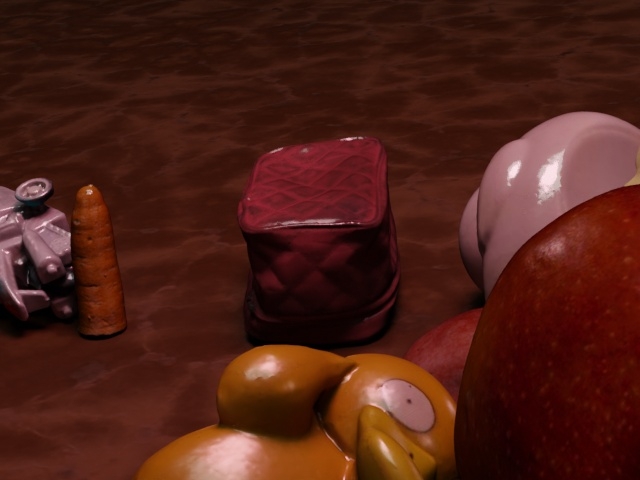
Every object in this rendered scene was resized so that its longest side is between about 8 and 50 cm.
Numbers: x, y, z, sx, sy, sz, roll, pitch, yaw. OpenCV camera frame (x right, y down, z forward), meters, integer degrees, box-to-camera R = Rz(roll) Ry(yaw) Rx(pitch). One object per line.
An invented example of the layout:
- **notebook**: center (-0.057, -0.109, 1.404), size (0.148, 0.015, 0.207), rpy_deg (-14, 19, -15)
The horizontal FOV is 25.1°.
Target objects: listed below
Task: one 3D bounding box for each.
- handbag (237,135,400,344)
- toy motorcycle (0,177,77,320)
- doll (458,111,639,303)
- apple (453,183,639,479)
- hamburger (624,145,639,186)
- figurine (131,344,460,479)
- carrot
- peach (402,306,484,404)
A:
- **handbag**: center (0.000, 0.000, 1.336), size (0.146, 0.135, 0.225), rpy_deg (-2, 26, 4)
- **toy motorcycle**: center (-0.337, 0.017, 1.420), size (0.260, 0.110, 0.171), rpy_deg (25, 52, 40)
- **doll**: center (0.200, 0.006, 1.243), size (0.221, 0.221, 0.251), rpy_deg (4, 51, 20)
- **apple**: center (0.217, 0.113, 0.781), size (0.288, 0.288, 0.317), rpy_deg (-5, 24, 0)
- **hamburger**: center (0.357, -0.017, 1.028), size (0.274, 0.212, 0.274), rpy_deg (-11, 52, 15)
- **figurine**: center (-0.015, 0.163, 0.858), size (0.228, 0.215, 0.215), rpy_deg (-23, 21, 4)
- **carrot**: center (-0.209, 0.016, 1.329), size (0.048, 0.139, 0.048), rpy_deg (-5, 12, 1)
- **peach**: center (0.112, 0.123, 1.001), size (0.152, 0.152, 0.152), rpy_deg (-4, 22, 2)
